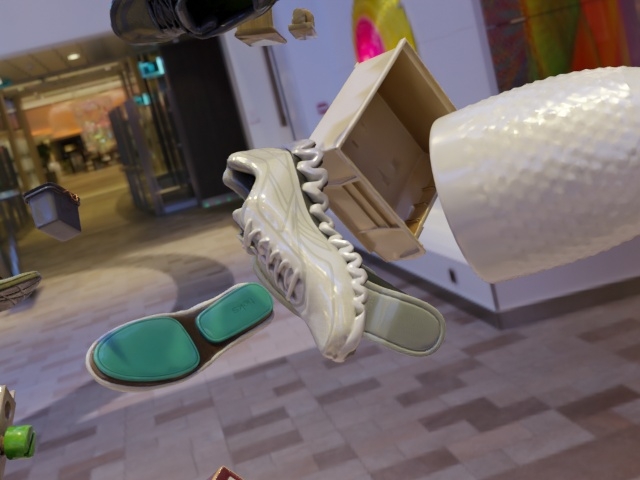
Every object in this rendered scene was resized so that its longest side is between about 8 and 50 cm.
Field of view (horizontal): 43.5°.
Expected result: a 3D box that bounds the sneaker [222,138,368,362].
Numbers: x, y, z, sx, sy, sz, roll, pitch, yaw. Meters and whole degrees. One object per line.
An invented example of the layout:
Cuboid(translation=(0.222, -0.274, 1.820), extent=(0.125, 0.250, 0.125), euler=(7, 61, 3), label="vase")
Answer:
Cuboid(translation=(-0.033, 0.009, 0.901), extent=(0.118, 0.292, 0.110), euler=(-1, -39, -27), label="sneaker")

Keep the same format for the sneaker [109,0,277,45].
Cuboid(translation=(-0.158, -0.297, 0.973), extent=(0.300, 0.111, 0.121), euler=(-10, 36, 36), label="sneaker")

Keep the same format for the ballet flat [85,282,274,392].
Cuboid(translation=(-0.250, 0.192, 1.456), extent=(0.139, 0.139, 0.400), euler=(-4, 13, 45), label="ballet flat")

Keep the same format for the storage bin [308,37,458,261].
Cuboid(translation=(0.121, -0.141, 1.342), extent=(0.123, 0.260, 0.262), euler=(-11, 41, 47), label="storage bin")

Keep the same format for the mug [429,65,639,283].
Cuboid(translation=(0.383, -0.129, 1.227), extent=(0.328, 0.276, 0.374), euler=(-19, 16, 27), label="mug")

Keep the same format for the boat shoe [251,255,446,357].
Cuboid(translation=(0.034, 0.083, 1.163), extent=(0.114, 0.302, 0.091), euler=(-59, 8, -5), label="boat shoe")

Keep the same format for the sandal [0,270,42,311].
Cuboid(translation=(-0.711, 0.099, 1.626), extent=(0.302, 0.086, 0.120), euler=(-12, -23, -41), label="sandal")

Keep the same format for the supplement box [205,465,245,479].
Cuboid(translation=(-0.121, 0.353, 0.973), extent=(0.081, 0.104, 0.188), euler=(-58, 4, -36), label="supplement box")

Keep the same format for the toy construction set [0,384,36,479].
Cuboid(translation=(-0.413, 0.246, 0.912), extent=(0.237, 0.258, 0.309), euler=(-13, 21, 0), label="toy construction set")

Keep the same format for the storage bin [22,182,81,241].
Cuboid(translation=(-0.594, -0.061, 1.819), extent=(0.098, 0.091, 0.135), euler=(-24, -21, 8), label="storage bin")

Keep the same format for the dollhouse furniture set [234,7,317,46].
Cuboid(translation=(-0.046, -0.362, 1.132), extent=(0.144, 0.151, 0.123), euler=(-4, 6, 6), label="dollhouse furniture set")
